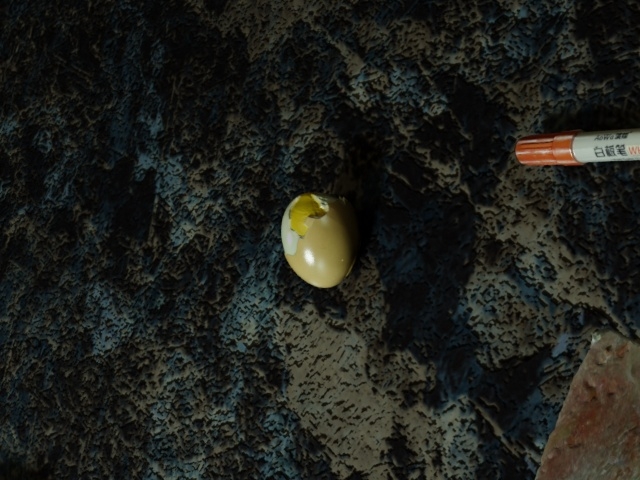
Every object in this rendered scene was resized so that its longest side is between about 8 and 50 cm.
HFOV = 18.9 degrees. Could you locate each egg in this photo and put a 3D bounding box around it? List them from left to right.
[{"bbox_3d":[0.000,0.000,1.701,0.071,0.071,0.083,-11,73,47],"label":"egg"}]

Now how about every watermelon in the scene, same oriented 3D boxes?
[{"bbox_3d":[0.272,0.166,1.249,0.262,0.213,0.201,-31,37,32],"label":"watermelon"}]

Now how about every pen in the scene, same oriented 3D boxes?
[{"bbox_3d":[0.243,-0.074,1.477,0.239,0.028,0.028,0,75,49],"label":"pen"}]
